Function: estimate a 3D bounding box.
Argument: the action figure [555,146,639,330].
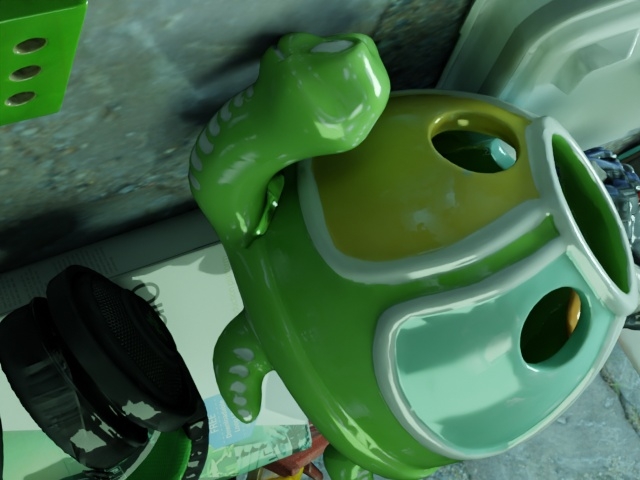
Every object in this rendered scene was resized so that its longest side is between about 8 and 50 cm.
[{"bbox_3d":[0.196,0.018,1.159,0.330,0.178,0.341,-10,-173,19],"label":"action figure"}]

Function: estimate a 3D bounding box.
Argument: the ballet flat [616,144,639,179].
[{"bbox_3d":[0.409,-0.097,1.301,0.095,0.096,0.280,-9,162,-46],"label":"ballet flat"}]

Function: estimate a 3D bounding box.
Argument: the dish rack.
[{"bbox_3d":[0.222,-0.130,0.931,0.285,0.072,0.333,-20,168,-11],"label":"dish rack"}]

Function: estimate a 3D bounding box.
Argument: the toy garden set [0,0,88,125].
[{"bbox_3d":[-0.209,-0.080,0.485,0.244,0.049,0.204,-16,167,-21],"label":"toy garden set"}]

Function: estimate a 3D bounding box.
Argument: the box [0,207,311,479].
[{"bbox_3d":[-0.174,0.116,1.011,0.322,0.058,0.232,-19,127,-13],"label":"box"}]

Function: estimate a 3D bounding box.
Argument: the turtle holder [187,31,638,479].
[{"bbox_3d":[0.058,-0.004,0.860,0.227,0.320,0.243,-23,-164,25],"label":"turtle holder"}]

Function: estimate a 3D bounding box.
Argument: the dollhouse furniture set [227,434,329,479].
[{"bbox_3d":[-0.032,0.256,1.521,0.374,0.152,0.201,-21,130,-60],"label":"dollhouse furniture set"}]

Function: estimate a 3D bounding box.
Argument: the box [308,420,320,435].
[{"bbox_3d":[0.097,0.068,1.337,0.300,0.154,0.142,-23,168,-3],"label":"box"}]

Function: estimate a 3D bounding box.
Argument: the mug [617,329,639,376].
[{"bbox_3d":[0.470,0.005,1.528,0.328,0.276,0.374,-32,-164,10],"label":"mug"}]

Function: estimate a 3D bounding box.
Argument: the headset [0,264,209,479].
[{"bbox_3d":[-0.194,0.122,0.852,0.243,0.185,0.394,-22,138,-12],"label":"headset"}]
